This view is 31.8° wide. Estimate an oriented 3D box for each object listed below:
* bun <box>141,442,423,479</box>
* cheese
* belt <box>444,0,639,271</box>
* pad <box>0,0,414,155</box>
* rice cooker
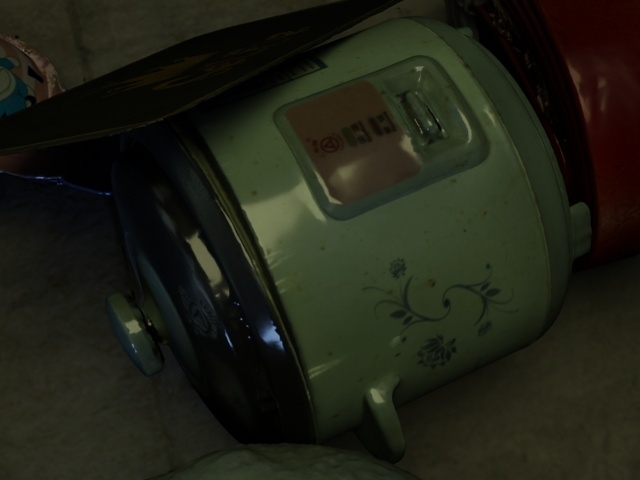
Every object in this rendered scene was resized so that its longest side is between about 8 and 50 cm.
[{"bbox_3d":[-0.017,0.288,0.629,0.361,0.211,0.362,-1,85,9],"label":"bun"},{"bbox_3d":[-0.258,-0.096,0.863,0.286,0.074,0.189,16,53,18],"label":"cheese"},{"bbox_3d":[0.182,-0.126,0.827,0.115,0.227,0.324,-13,49,-7],"label":"belt"},{"bbox_3d":[-0.072,-0.144,0.731,0.314,0.063,0.375,-5,21,32],"label":"pad"},{"bbox_3d":[0.000,0.000,0.748,0.316,0.264,0.317,2,68,-5],"label":"rice cooker"}]
